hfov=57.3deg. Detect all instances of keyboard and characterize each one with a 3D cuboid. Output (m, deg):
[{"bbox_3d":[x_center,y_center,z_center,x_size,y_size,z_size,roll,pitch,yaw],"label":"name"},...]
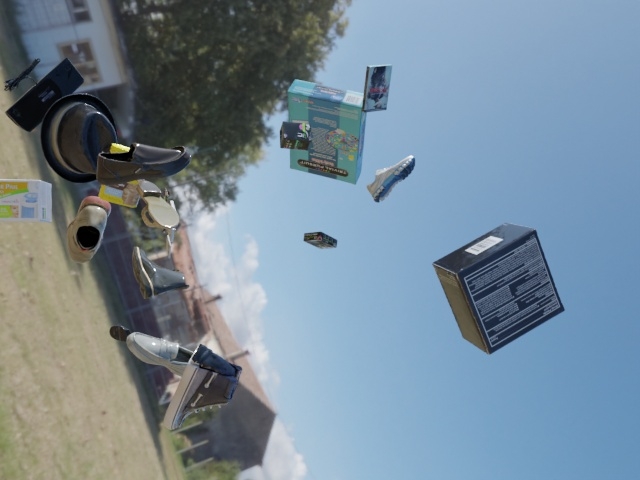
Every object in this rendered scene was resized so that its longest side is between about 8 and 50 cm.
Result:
[{"bbox_3d":[-1.059,-0.576,2.204,0.033,0.317,0.202,24,-23,33],"label":"keyboard"}]

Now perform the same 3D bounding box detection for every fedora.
[{"bbox_3d":[-0.850,-0.364,2.148,0.152,0.334,0.334,18,-52,39],"label":"fedora"}]

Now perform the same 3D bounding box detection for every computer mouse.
[{"bbox_3d":[-0.774,0.391,2.418,0.241,0.041,0.071,10,-73,25],"label":"computer mouse"}]

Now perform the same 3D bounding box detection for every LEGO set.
[{"bbox_3d":[-0.510,-0.076,2.015,0.244,0.060,0.183,-125,-139,-53],"label":"LEGO set"}]

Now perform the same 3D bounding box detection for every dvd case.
[{"bbox_3d":[0.148,-0.399,1.535,0.013,0.087,0.120,32,-54,41],"label":"dvd case"}]

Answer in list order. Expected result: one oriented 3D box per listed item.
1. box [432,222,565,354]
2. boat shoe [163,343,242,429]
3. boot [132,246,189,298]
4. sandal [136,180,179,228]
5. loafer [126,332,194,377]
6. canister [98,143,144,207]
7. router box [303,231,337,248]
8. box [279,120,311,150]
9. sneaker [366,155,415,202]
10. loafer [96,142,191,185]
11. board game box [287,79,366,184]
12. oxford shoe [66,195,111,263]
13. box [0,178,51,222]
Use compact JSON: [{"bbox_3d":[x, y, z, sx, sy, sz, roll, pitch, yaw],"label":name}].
[{"bbox_3d":[0.556,0.145,1.842,0.294,0.296,0.182,65,-9,-14],"label":"box"},{"bbox_3d":[-0.352,0.472,1.749,0.341,0.158,0.127,-63,-178,33],"label":"boat shoe"},{"bbox_3d":[-0.500,0.094,1.818,0.198,0.136,0.077,60,-35,34],"label":"boot"},{"bbox_3d":[-0.486,-0.078,1.721,0.240,0.088,0.079,51,-55,38],"label":"sandal"},{"bbox_3d":[-0.586,0.424,2.232,0.319,0.111,0.112,35,25,-37],"label":"loafer"},{"bbox_3d":[-0.605,-0.199,1.815,0.073,0.126,0.170,40,-68,61],"label":"canister"},{"bbox_3d":[0.000,0.000,2.498,0.092,0.122,0.038,-4,-111,39],"label":"router box"},{"bbox_3d":[-0.071,-0.298,1.670,0.052,0.083,0.062,118,-28,-60],"label":"box"},{"bbox_3d":[0.225,-0.218,1.918,0.083,0.190,0.071,52,8,31],"label":"sneaker"},{"bbox_3d":[-0.407,-0.186,1.348,0.080,0.219,0.079,-131,-149,-49],"label":"loafer"},{"bbox_3d":[0.021,-0.364,1.998,0.336,0.253,0.079,92,18,-50],"label":"board game box"},{"bbox_3d":[-0.817,-0.005,2.014,0.348,0.122,0.130,127,-28,-46],"label":"oxford shoe"},{"bbox_3d":[-0.847,-0.106,1.582,0.103,0.203,0.114,178,-88,-81],"label":"box"}]
